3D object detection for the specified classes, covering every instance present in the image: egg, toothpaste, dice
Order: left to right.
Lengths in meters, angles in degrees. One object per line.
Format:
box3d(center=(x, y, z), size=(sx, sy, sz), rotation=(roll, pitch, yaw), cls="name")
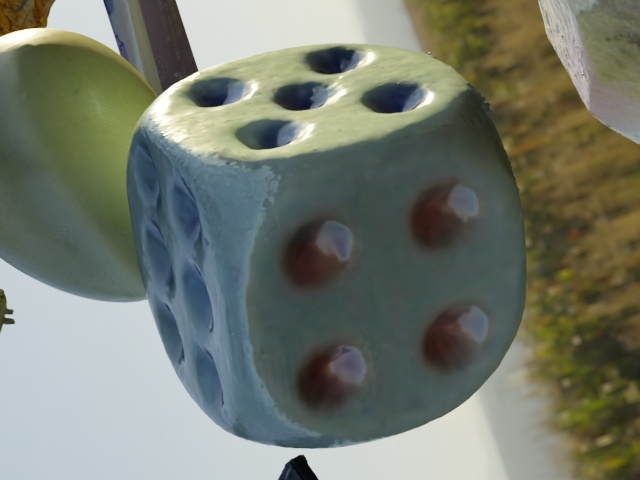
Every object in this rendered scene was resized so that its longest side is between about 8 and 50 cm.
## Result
box3d(center=(-0.233, -0.065, 1.841), size=(0.295, 0.218, 0.218), rotation=(47, -179, 13), cls="egg")
box3d(center=(-0.196, -0.228, 2.323), size=(0.125, 0.080, 0.371), rotation=(-46, -50, -40), cls="toothpaste")
box3d(center=(0.000, 0.000, 1.633), size=(0.265, 0.263, 0.268), rotation=(-138, 35, -56), cls="dice")

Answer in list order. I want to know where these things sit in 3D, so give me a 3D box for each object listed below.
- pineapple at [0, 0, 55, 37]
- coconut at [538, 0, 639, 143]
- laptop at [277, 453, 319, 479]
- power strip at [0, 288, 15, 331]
box3d(center=(-0.458, -0.224, 2.445), size=(0.158, 0.334, 0.161), rotation=(56, -176, 13), cls="pineapple")
box3d(center=(0.355, -0.262, 1.814), size=(0.352, 0.353, 0.352), rotation=(-20, -90, -84), cls="coconut")
box3d(center=(-0.002, 0.303, 1.645), size=(0.026, 0.154, 0.207), rotation=(5, -147, -36), cls="laptop")
box3d(center=(-0.411, 0.079, 2.098), size=(0.028, 0.169, 0.076), rotation=(-113, 37, -52), cls="power strip")
